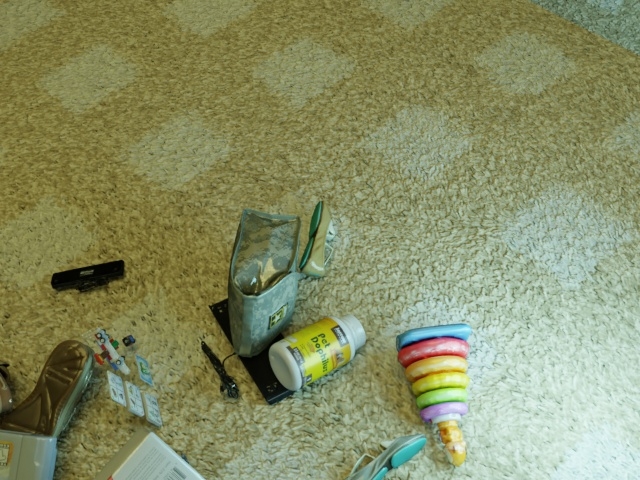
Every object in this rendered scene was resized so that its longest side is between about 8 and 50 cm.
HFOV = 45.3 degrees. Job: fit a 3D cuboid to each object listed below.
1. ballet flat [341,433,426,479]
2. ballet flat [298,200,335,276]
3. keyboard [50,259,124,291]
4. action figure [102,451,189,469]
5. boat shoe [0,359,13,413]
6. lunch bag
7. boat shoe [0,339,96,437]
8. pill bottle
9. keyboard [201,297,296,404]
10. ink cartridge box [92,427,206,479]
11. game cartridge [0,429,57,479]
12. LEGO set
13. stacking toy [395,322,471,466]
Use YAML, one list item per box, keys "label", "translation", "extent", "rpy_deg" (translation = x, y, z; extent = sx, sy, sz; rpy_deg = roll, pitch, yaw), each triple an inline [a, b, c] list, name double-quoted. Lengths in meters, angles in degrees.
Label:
- label: "ballet flat"
  translation: [0.131, 0.467, 1.636]
  extent: [0.213, 0.072, 0.068]
  rpy_deg: [-36, 53, -20]
- label: "ballet flat"
  translation: [0.000, 0.000, 2.021]
  extent: [0.073, 0.080, 0.232]
  rpy_deg: [23, 56, -12]
- label: "keyboard"
  translation: [-0.611, 0.103, 2.016]
  extent: [0.192, 0.038, 0.100]
  rpy_deg: [-12, 29, -3]
- label: "action figure"
  translation: [-0.407, 0.511, 1.597]
  extent: [0.276, 0.164, 0.141]
  rpy_deg: [-16, 93, -13]
- label: "boat shoe"
  translation: [-0.779, 0.324, 1.773]
  extent: [0.116, 0.123, 0.324]
  rpy_deg: [-5, 23, -29]
- label: "lunch bag"
  translation: [-0.139, 0.106, 1.808]
  extent: [0.169, 0.235, 0.287]
  rpy_deg: [9, 47, -2]
- label: "boat shoe"
  translation: [-0.616, 0.391, 1.739]
  extent: [0.122, 0.110, 0.341]
  rpy_deg: [29, 78, 13]
- label: "pill bottle"
  translation: [-0.003, 0.251, 1.772]
  extent: [0.215, 0.117, 0.117]
  rpy_deg: [-25, 53, -29]
- label: "keyboard"
  translation: [-0.184, 0.266, 1.845]
  extent: [0.201, 0.033, 0.317]
  rpy_deg: [-23, 53, -21]
- label: "ink cartridge box"
  translation: [-0.303, 0.545, 1.471]
  extent: [0.306, 0.131, 0.226]
  rpy_deg: [47, 67, -12]
- label: "game cartridge"
  translation: [-0.719, 0.504, 1.643]
  extent: [0.297, 0.062, 0.198]
  rpy_deg: [4, 76, 10]
- label: "LEGO set"
  translation: [-0.456, 0.303, 1.760]
  extent: [0.060, 0.182, 0.244]
  rpy_deg: [-32, 50, 8]
- label: "stacking toy"
  translation: [0.269, 0.345, 1.689]
  extent: [0.166, 0.175, 0.301]
  rpy_deg: [-8, 66, 0]
